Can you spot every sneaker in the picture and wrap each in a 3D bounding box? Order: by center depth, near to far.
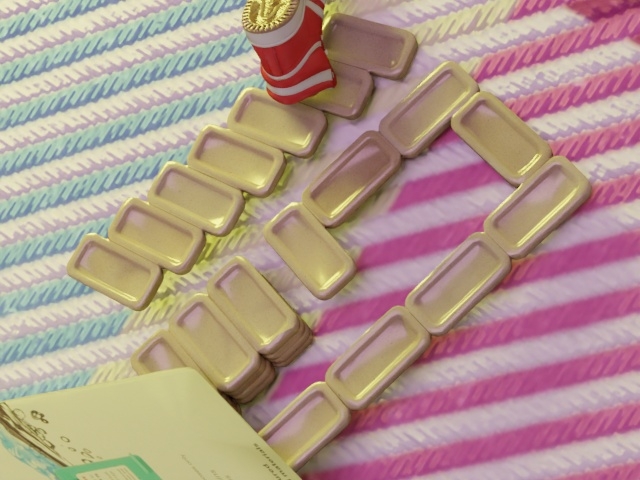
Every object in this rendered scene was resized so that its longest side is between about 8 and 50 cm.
[{"bbox_3d":[-0.010,-0.126,0.896,0.042,0.067,0.118,0,41,22],"label":"sneaker"}]

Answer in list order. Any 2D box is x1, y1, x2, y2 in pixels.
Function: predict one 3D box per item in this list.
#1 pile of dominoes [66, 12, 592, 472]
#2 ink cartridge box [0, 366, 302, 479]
[{"bbox_3d":[0.000,0.000,0.886,0.251,0.040,0.196,-43,63,0],"label":"pile of dominoes"},{"bbox_3d":[-0.128,0.206,0.732,0.197,0.270,0.198,44,114,23],"label":"ink cartridge box"}]
